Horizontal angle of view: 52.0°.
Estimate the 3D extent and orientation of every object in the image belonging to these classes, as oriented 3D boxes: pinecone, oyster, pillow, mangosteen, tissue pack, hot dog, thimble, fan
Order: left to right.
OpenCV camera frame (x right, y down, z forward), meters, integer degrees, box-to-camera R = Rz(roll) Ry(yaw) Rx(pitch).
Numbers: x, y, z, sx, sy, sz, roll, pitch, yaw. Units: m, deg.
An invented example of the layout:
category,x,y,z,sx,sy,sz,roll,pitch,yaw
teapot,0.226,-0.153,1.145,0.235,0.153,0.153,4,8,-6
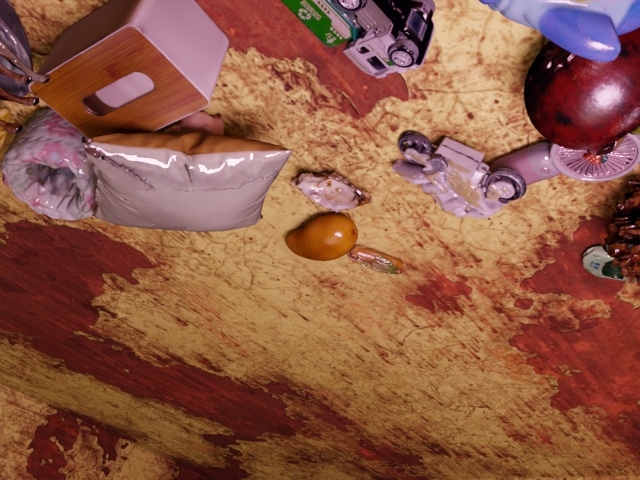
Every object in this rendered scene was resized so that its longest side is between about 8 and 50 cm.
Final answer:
category,x,y,z,sx,sy,sz,roll,pitch,yaw
thimble,-0.467,-0.145,1.208,0.211,0.149,0.185,-18,134,35
tissue pack,-0.284,-0.264,0.987,0.246,0.136,0.159,-16,137,34
pillow,-0.223,-0.091,1.084,0.312,0.119,0.310,1,160,-15
oyster,0.025,-0.097,1.213,0.148,0.051,0.103,26,156,-6
hot dog,0.119,0.047,1.404,0.133,0.041,0.056,18,146,-9
fan,0.380,-0.133,1.036,0.130,0.074,0.244,35,144,-30
mangosteen,0.370,-0.197,0.859,0.199,0.200,0.200,8,146,5
pinecone,0.566,-0.019,1.036,0.221,0.222,0.221,8,146,5

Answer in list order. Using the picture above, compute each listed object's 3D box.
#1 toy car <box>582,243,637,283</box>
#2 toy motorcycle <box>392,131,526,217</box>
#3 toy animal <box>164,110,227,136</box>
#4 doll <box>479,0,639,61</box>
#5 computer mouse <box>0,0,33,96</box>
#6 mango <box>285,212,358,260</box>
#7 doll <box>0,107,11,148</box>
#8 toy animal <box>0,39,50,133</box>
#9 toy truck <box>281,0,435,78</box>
category,x,y,z,sx,sy,sz,roll,pitch,yaw
toy car,0.598,0.051,1.253,0.186,0.058,0.093,6,148,8
toy motorcycle,0.227,-0.100,1.101,0.228,0.074,0.151,23,148,18
toy animal,-0.195,-0.172,1.144,0.083,0.089,0.150,-32,147,13
doll,0.279,-0.330,0.673,0.376,0.187,0.366,7,143,41
computer mouse,-0.553,-0.377,0.956,0.167,0.090,0.379,-14,125,21
mango,0.000,0.000,1.336,0.102,0.085,0.184,34,146,-29
doll,-0.693,-0.247,1.134,0.296,0.117,0.141,16,134,-18
toy animal,-0.499,-0.286,0.896,0.260,0.087,0.243,39,130,-10
toy truck,0.035,-0.319,0.838,0.124,0.114,0.253,-6,145,47
